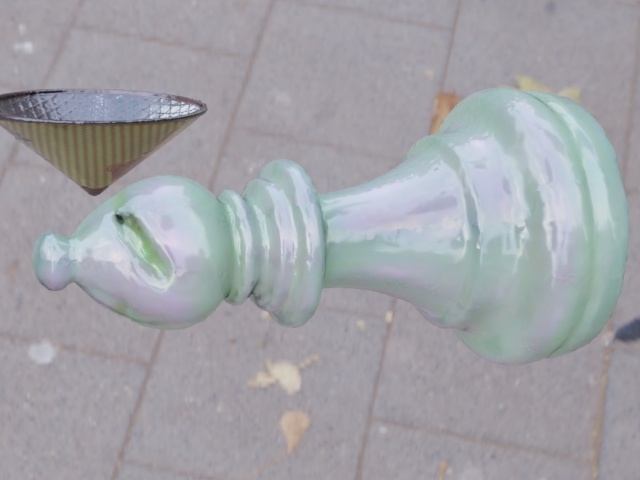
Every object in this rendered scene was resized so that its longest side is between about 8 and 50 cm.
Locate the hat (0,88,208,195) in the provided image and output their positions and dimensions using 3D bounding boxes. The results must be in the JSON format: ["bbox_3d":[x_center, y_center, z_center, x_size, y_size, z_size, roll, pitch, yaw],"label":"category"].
[{"bbox_3d":[-0.194,-0.078,1.254,0.193,0.082,0.193,3,14,-1],"label":"hat"}]

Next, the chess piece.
[{"bbox_3d":[0.000,0.000,0.694,0.272,0.139,0.139,-4,52,-24],"label":"chess piece"}]
